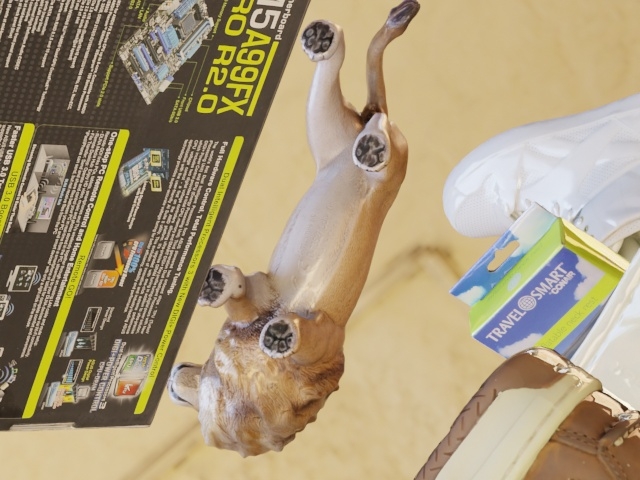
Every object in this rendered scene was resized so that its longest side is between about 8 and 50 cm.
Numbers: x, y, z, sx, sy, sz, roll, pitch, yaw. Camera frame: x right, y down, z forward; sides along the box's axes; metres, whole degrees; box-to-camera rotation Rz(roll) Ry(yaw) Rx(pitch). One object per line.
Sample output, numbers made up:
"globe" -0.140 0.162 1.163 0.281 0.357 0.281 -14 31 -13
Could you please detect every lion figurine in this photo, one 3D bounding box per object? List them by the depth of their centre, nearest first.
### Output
"lion figurine" 0.000 0.000 1.659 0.392 0.142 0.240 -59 -17 -4

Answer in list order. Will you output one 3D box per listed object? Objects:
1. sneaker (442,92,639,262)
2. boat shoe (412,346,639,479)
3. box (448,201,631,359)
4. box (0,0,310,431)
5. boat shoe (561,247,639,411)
"sneaker" 0.232 -0.025 1.865 0.292 0.108 0.169 -22 46 35
"boat shoe" 0.033 0.163 0.641 0.257 0.095 0.095 -58 -17 8
"box" 0.196 0.060 1.466 0.109 0.178 0.042 -48 20 28
"box" -0.141 -0.033 0.929 0.060 0.216 0.270 47 125 43
"boat shoe" 0.204 0.040 1.044 0.319 0.116 0.099 -51 -1 21
